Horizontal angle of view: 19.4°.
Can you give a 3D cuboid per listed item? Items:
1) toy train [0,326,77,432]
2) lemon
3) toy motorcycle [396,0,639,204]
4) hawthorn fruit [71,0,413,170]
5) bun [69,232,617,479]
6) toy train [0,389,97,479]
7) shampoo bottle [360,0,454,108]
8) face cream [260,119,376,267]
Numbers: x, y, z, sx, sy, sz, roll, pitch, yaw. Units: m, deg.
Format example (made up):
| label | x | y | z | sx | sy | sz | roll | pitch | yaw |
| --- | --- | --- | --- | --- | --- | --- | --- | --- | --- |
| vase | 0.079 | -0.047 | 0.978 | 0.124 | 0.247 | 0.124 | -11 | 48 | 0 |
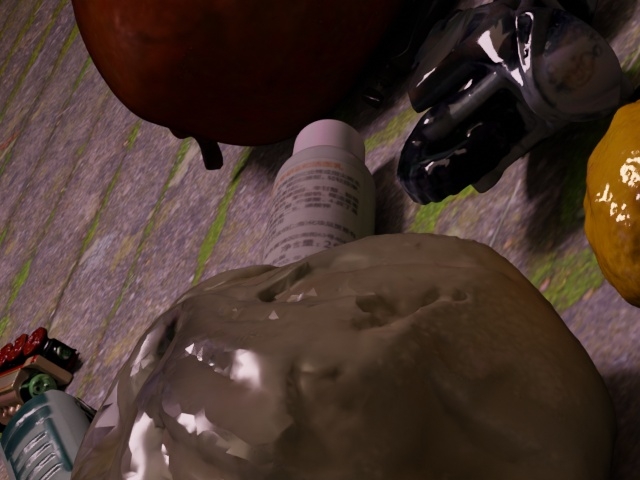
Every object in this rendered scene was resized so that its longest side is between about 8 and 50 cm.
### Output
| label | x | y | z | sx | sy | sz | roll | pitch | yaw |
| --- | --- | --- | --- | --- | --- | --- | --- | --- | --- |
| toy train | -0.288 | 0.137 | 1.821 | 0.138 | 0.050 | 0.087 | -23 | 40 | 52 |
| lemon | 0.185 | -0.021 | 0.921 | 0.114 | 0.114 | 0.155 | -45 | 17 | 21 |
| toy motorcycle | 0.138 | -0.122 | 1.218 | 0.159 | 0.106 | 0.270 | -33 | 17 | 37 |
| hawthorn fruit | -0.074 | -0.234 | 1.622 | 0.308 | 0.308 | 0.325 | -61 | 13 | -22 |
| bun | -0.024 | 0.142 | 0.970 | 0.360 | 0.211 | 0.359 | -46 | 21 | 23 |
| toy train | -0.165 | 0.207 | 1.358 | 0.086 | 0.088 | 0.407 | -45 | 20 | -3 |
| shampoo bottle | 0.076 | -0.170 | 1.548 | 0.137 | 0.027 | 0.048 | -58 | 18 | -12 |
| face cream | 0.000 | 0.000 | 1.352 | 0.082 | 0.082 | 0.269 | -42 | 21 | 28 |
